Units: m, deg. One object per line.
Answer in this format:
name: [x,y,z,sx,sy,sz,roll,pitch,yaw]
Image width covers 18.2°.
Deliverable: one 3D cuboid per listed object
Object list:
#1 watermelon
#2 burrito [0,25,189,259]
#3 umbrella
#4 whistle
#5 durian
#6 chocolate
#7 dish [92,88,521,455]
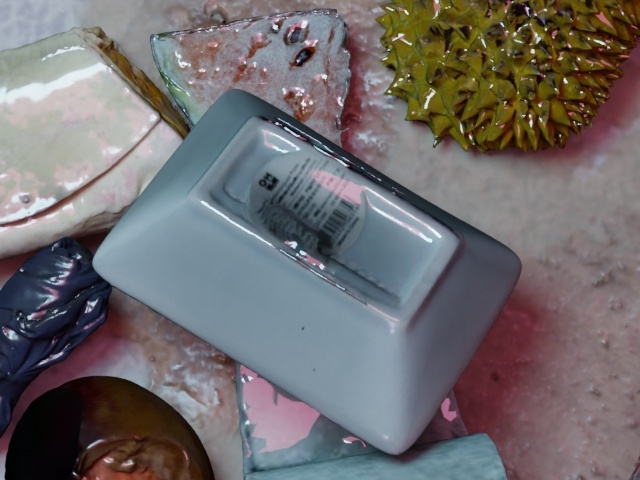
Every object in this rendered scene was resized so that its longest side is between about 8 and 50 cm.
watermelon: [-0.026,-0.104,1.420,0.187,0.071,0.139,42,78,12]
burrito: [-0.221,-0.058,1.391,0.299,0.105,0.143,-17,95,-4]
umbrella: [-0.236,0.103,1.373,0.071,0.071,0.248,43,98,4]
whistle: [0.034,0.177,1.353,0.168,0.188,0.405,-10,50,-4]
durian: [0.145,-0.174,1.399,0.183,0.138,0.250,34,90,-5]
chocolate: [-0.137,0.162,1.362,0.133,0.124,0.127,39,54,-38]
dish: [0.000,0.000,1.290,0.243,0.080,0.182,31,59,8]
